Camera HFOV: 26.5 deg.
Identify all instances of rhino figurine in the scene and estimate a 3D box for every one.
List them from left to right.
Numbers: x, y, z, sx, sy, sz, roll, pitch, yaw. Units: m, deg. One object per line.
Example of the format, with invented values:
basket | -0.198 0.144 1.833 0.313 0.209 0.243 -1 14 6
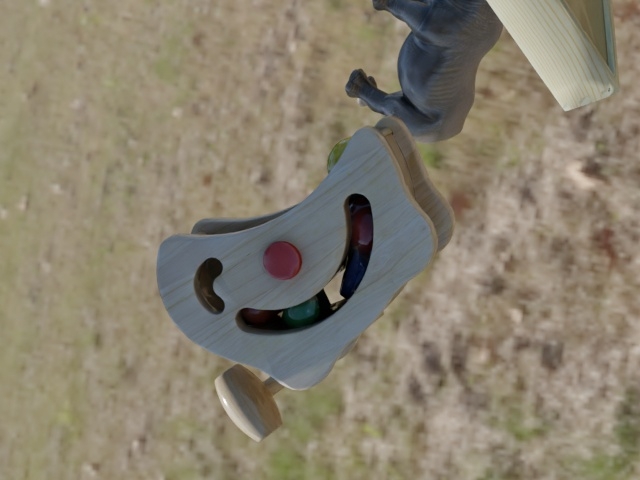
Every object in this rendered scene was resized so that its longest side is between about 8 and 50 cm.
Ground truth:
rhino figurine | 0.100 -0.183 1.145 0.073 0.106 0.243 -45 -21 -46

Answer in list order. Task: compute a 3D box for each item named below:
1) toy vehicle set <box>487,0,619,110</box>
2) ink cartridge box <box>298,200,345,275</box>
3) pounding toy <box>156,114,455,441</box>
toy vehicle set | 0.123 -0.229 0.813 0.035 0.166 0.266 -17 48 27
ink cartridge box | 0.000 0.000 1.600 0.231 0.134 0.078 -28 78 29
pounding toy | -0.017 0.014 1.034 0.269 0.154 0.155 -49 -4 21
